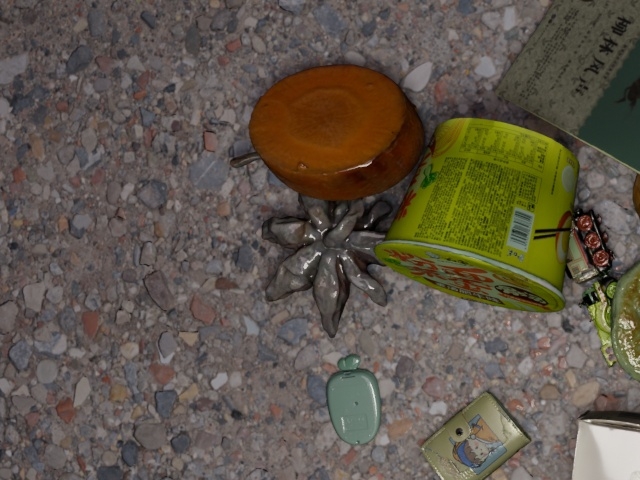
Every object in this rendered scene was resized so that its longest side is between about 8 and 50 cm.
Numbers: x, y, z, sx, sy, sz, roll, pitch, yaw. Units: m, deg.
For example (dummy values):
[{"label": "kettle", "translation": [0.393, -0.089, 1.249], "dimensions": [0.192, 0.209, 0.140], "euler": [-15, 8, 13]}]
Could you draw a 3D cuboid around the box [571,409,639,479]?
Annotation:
[{"label": "box", "translation": [0.441, 0.428, 1.664], "dimensions": [0.145, 0.173, 0.333], "euler": [6, 89, 21]}]

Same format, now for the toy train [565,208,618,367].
[{"label": "toy train", "translation": [0.438, 0.070, 1.752], "dimensions": [0.085, 0.053, 0.250], "euler": [-23, 80, 20]}]

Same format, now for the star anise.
[{"label": "star anise", "translation": [0.000, 0.000, 1.875], "dimensions": [0.359, 0.139, 0.316], "euler": [3, 77, 15]}]

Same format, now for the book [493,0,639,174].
[{"label": "book", "translation": [0.461, -0.262, 1.693], "dimensions": [0.379, 0.031, 0.264], "euler": [39, 100, 44]}]

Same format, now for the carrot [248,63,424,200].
[{"label": "carrot", "translation": [0.019, -0.189, 1.855], "dimensions": [0.307, 0.100, 0.258], "euler": [27, 66, 31]}]

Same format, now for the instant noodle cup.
[{"label": "instant noodle cup", "translation": [0.256, -0.039, 1.713], "dimensions": [0.311, 0.311, 0.222], "euler": [15, 78, 21]}]

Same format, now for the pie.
[{"label": "pie", "translation": [0.549, 0.126, 1.678], "dimensions": [0.240, 0.054, 0.241], "euler": [0, 80, 3]}]

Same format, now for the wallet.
[{"label": "wallet", "translation": [0.248, 0.330, 1.815], "dimensions": [0.155, 0.039, 0.110], "euler": [-43, 75, 12]}]

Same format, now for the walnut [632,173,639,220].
[{"label": "walnut", "translation": [0.560, -0.083, 1.660], "dimensions": [0.207, 0.167, 0.167], "euler": [-44, 73, 11]}]

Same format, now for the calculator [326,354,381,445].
[{"label": "calculator", "translation": [0.056, 0.271, 1.901], "dimensions": [0.095, 0.021, 0.153], "euler": [-9, 87, 20]}]
